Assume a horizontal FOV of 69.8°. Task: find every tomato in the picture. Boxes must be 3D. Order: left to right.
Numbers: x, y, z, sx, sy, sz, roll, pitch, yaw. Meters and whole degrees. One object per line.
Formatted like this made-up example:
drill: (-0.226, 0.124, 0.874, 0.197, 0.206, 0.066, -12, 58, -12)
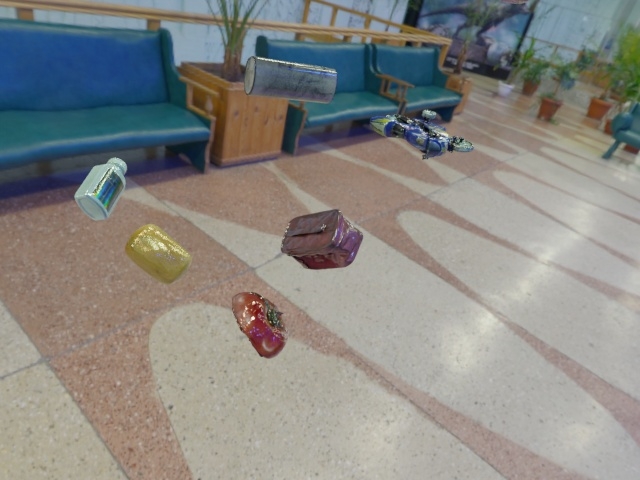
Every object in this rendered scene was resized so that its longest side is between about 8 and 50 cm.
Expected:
tomato: (-0.168, 0.247, 1.398, 0.101, 0.228, 0.227, -31, 36, 6)

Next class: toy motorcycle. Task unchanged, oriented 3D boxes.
toy motorcycle: (0.304, -0.323, 1.404, 0.316, 0.113, 0.169, 28, 39, 26)

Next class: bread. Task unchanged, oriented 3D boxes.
bread: (-0.543, 0.050, 1.533, 0.217, 0.147, 0.098, 38, 0, -8)

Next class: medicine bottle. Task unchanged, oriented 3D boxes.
medicine bottle: (-0.730, -0.186, 1.554, 0.083, 0.121, 0.228, -7, 46, 15)

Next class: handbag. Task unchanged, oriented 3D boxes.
handbag: (0.000, 0.000, 1.335, 0.225, 0.135, 0.146, -4, 55, 41)

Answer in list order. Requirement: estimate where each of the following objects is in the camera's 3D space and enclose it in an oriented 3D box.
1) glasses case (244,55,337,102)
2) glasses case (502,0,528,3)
glasses case: (-0.086, -0.487, 1.409, 0.300, 0.113, 0.060, -6, 29, -36)
glasses case: (0.396, -0.640, 0.929, 0.124, 0.315, 0.076, 4, -2, -10)
